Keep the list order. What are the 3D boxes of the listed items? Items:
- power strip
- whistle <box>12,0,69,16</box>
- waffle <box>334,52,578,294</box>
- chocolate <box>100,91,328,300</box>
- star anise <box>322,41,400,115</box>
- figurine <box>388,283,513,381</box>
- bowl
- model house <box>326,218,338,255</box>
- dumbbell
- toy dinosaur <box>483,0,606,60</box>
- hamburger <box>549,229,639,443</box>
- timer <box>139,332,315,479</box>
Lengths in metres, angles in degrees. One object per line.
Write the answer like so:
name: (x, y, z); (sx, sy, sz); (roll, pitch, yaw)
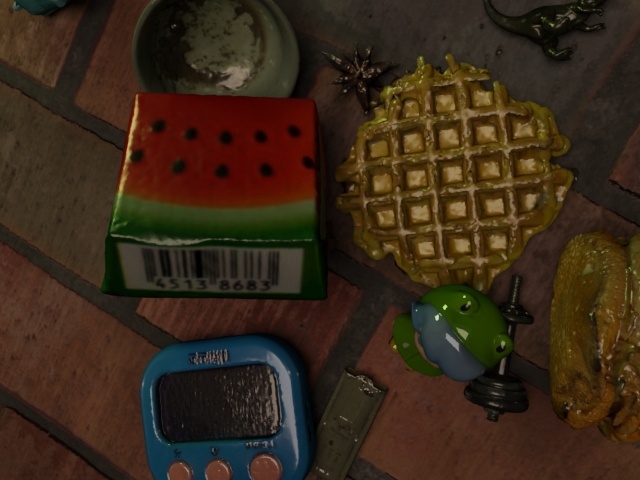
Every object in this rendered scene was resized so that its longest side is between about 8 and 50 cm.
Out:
power strip: (0.037, 0.372, 1.250); (0.092, 0.034, 0.268); (26, 102, 12)
whistle: (-0.507, -0.531, 1.302); (0.274, 0.093, 0.186); (-26, 61, 14)
waffle: (0.218, -0.107, 1.129); (0.379, 0.095, 0.382); (36, 101, 12)
chocolate: (-0.163, -0.080, 1.070); (0.360, 0.161, 0.341); (2, 56, -4)
star anise: (0.058, -0.303, 1.167); (0.129, 0.056, 0.124); (33, 108, -5)
figurine: (0.204, 0.159, 1.083); (0.143, 0.263, 0.162); (-36, 89, -28)
bowl: (-0.183, -0.349, 1.170); (0.289, 0.146, 0.289); (-4, 131, -4)
model house: (0.000, 0.000, 1.217); (0.058, 0.057, 0.083); (43, 105, 16)
dumbbell: (0.317, 0.186, 1.120); (0.110, 0.110, 0.254); (11, 92, 15)
toy dinosaur: (0.383, -0.388, 1.089); (0.187, 0.087, 0.179); (-25, 51, 2)
hamburger: (0.436, 0.139, 0.966); (0.170, 0.314, 0.290); (6, 130, 14)
timer: (-0.177, 0.340, 1.259); (0.340, 0.115, 0.309); (-9, 86, 17)
